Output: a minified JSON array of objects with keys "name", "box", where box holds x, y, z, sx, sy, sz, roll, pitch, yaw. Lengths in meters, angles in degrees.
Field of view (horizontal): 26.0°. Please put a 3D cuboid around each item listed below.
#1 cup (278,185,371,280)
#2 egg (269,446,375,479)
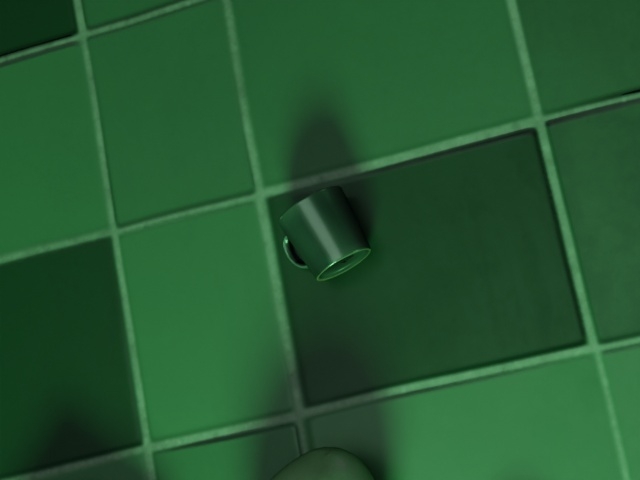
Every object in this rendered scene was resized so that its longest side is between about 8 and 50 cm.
[{"name":"cup","box":[0.000,0.000,1.487,0.100,0.078,0.077,-41,72,42]},{"name":"egg","box":[-0.009,0.309,1.384,0.151,0.151,0.209,14,84,19]}]
